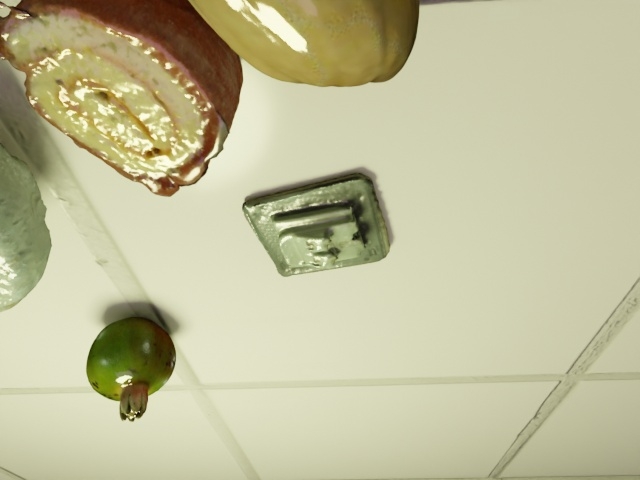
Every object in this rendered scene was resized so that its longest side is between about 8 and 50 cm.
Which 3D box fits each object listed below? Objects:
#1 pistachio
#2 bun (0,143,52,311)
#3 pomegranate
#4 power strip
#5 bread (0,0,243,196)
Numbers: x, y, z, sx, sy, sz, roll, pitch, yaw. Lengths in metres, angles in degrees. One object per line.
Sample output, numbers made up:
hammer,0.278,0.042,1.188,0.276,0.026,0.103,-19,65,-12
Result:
pistachio,-0.022,-0.240,0.413,0.293,0.162,0.181,34,103,-33
bun,-0.535,-0.037,0.627,0.354,0.194,0.355,-2,139,-2
pomegranate,-0.385,0.263,0.971,0.179,0.210,0.180,-10,134,-10
power strip,0.000,0.000,0.769,0.213,0.065,0.198,-11,137,15
bread,-0.202,-0.181,0.510,0.190,0.123,0.244,-29,132,28
